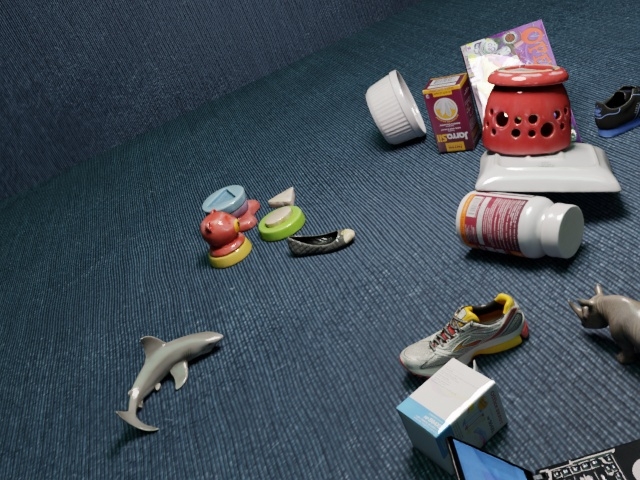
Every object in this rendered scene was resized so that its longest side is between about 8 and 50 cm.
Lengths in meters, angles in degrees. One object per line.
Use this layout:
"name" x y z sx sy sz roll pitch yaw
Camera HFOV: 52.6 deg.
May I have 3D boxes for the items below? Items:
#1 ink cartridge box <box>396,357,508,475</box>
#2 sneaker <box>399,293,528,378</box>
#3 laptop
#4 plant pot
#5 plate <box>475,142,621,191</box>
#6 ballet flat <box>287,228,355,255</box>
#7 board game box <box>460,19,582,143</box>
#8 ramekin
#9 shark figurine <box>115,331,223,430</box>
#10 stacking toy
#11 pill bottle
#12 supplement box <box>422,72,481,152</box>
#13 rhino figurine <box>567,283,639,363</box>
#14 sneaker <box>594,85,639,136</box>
"ink cartridge box" 0.205 0.255 0.971 0.143 0.092 0.090 -36 32 -19
"sneaker" 0.237 0.157 1.107 0.225 0.092 0.088 -25 30 -1
"laptop" 0.312 0.315 0.753 0.264 0.136 0.234 -20 30 7
"plant pot" 0.457 -0.294 1.428 0.191 0.174 0.191 -2 21 1
"plate" 0.480 -0.164 1.387 0.277 0.045 0.278 2 23 16
"ballet flat" 0.000 0.000 1.573 0.173 0.049 0.057 -13 32 19
"board game box" 0.487 -0.357 1.594 0.208 0.056 0.346 -14 71 11
"ramekin" 0.216 -0.379 1.887 0.109 0.207 0.207 -24 28 18
"shark figurine" -0.350 0.263 1.340 0.166 0.116 0.278 0 35 37
"stacking toy" -0.200 -0.087 1.776 0.279 0.130 0.309 -22 30 4
"pill bottle" 0.388 -0.031 1.273 0.221 0.121 0.121 12 45 46
"supplement box" 0.351 -0.336 1.724 0.104 0.188 0.081 -2 34 32
"rhino figurine" 0.471 0.132 0.965 0.073 0.106 0.243 -33 31 -17
"sneaker" 0.753 -0.331 1.528 0.232 0.090 0.081 -28 30 -7
